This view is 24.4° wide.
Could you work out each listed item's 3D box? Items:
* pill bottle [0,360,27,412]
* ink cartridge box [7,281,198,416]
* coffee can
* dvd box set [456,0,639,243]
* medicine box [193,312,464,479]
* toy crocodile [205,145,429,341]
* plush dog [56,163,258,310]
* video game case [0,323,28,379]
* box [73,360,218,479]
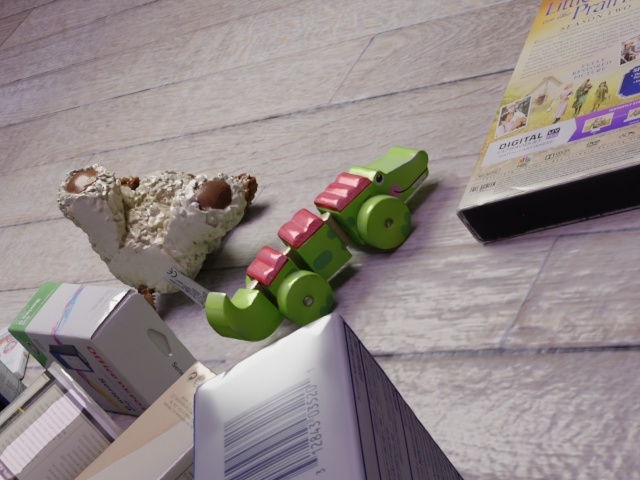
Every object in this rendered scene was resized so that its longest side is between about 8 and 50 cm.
[{"bbox_3d":[-0.432,0.210,1.871,0.123,0.219,0.123,-28,29,17],"label":"pill bottle"},{"bbox_3d":[-0.271,0.136,1.863,0.212,0.154,0.093,0,46,49],"label":"ink cartridge box"},{"bbox_3d":[-0.326,0.298,1.633,0.275,0.201,0.201,-43,28,-11],"label":"coffee can"},{"bbox_3d":[0.350,-0.187,1.722,0.308,0.062,0.420,-15,36,37],"label":"dvd box set"},{"bbox_3d":[0.036,0.256,1.175,0.149,0.289,0.263,-29,29,12],"label":"medicine box"},{"bbox_3d":[0.000,0.000,1.803,0.340,0.105,0.115,-44,28,-13],"label":"toy crocodile"},{"bbox_3d":[-0.207,-0.022,2.051,0.262,0.210,0.225,4,27,14],"label":"plush dog"},{"bbox_3d":[-0.494,0.188,2.194,0.157,0.019,0.143,-29,29,16],"label":"video game case"},{"bbox_3d":[-0.175,0.291,1.524,0.311,0.148,0.121,-43,31,-12],"label":"box"}]
